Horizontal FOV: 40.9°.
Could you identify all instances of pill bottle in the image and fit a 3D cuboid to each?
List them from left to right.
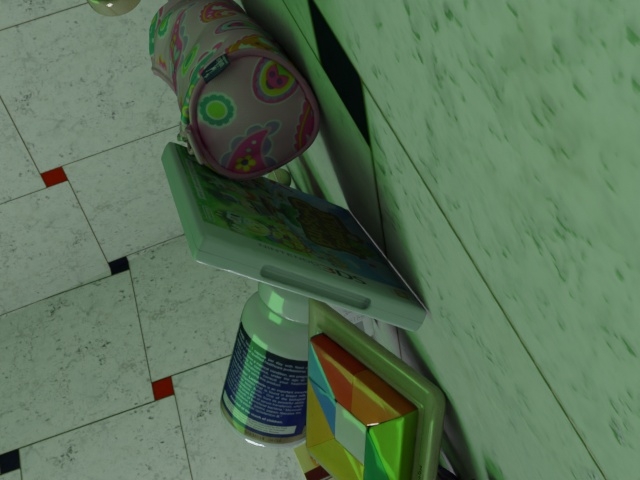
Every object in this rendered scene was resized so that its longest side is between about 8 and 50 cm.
[{"bbox_3d":[-0.050,0.159,1.239,0.153,0.153,0.264,-120,38,-48],"label":"pill bottle"}]

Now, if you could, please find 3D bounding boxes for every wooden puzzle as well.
[{"bbox_3d":[0.041,0.198,0.905,0.239,0.044,0.220,39,136,48],"label":"wooden puzzle"}]

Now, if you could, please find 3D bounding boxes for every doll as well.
[{"bbox_3d":[-0.034,-0.024,1.307,0.189,0.046,0.129,64,174,10],"label":"doll"}]

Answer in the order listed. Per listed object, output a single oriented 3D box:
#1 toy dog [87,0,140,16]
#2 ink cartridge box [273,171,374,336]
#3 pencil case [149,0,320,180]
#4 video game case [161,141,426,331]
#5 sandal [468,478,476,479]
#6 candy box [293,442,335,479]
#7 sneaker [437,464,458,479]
[{"bbox_3d":[-0.261,-0.470,1.120,0.220,0.161,0.333,138,121,-88],"label":"toy dog"},{"bbox_3d":[0.000,0.000,1.070,0.181,0.056,0.224,73,177,-63],"label":"ink cartridge box"},{"bbox_3d":[-0.094,-0.156,0.813,0.284,0.124,0.124,-121,7,-58],"label":"pencil case"},{"bbox_3d":[-0.030,-0.009,0.719,0.193,0.023,0.212,20,-163,-24],"label":"video game case"},{"bbox_3d":[0.169,0.341,0.684,0.120,0.086,0.302,70,173,-53],"label":"sandal"},{"bbox_3d":[0.089,0.424,1.464,0.087,0.183,0.316,-118,5,-46],"label":"candy box"},{"bbox_3d":[0.130,0.304,0.970,0.236,0.105,0.095,14,129,55],"label":"sneaker"}]
